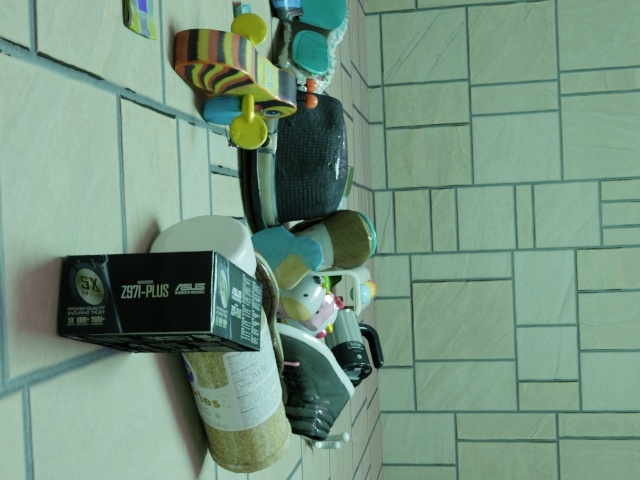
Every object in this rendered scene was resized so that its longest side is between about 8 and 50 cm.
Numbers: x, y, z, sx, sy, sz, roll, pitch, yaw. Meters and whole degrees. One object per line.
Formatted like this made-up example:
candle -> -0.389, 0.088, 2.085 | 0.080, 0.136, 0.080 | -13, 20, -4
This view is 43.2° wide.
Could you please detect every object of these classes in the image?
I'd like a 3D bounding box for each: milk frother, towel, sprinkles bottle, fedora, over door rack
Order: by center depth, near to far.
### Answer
towel -> -0.209, -0.269, 0.940 | 0.083, 0.009, 0.060 | -3, 90, -80
sprinkles bottle -> -0.119, 0.143, 1.040 | 0.121, 0.121, 0.355 | -79, 164, -53
fedora -> -0.029, -0.156, 1.490 | 0.334, 0.153, 0.334 | 2, 90, -83
milk frother -> 0.047, 0.242, 1.701 | 0.129, 0.143, 0.134 | 23, 40, -39
over door rack -> 0.009, 0.318, 1.796 | 0.324, 0.108, 0.239 | 68, 21, -62

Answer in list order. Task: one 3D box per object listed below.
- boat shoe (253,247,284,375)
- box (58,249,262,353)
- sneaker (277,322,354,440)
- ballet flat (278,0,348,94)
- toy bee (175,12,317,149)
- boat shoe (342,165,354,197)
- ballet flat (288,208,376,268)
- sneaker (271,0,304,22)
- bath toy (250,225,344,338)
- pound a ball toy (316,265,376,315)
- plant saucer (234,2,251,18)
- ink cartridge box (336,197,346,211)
boat shoe -> -0.111, 0.100, 1.243 | 0.095, 0.095, 0.257 | -102, -173, -51
box -> -0.150, 0.066, 0.805 | 0.180, 0.147, 0.077 | 50, 39, -73
sneaker -> -0.038, 0.276, 1.517 | 0.295, 0.105, 0.147 | 54, 51, -42
ballet flat -> -0.033, -0.416, 1.751 | 0.409, 0.147, 0.147 | -76, 162, -48
toy bee -> -0.091, -0.234, 1.181 | 0.298, 0.162, 0.195 | -43, 128, -77
boat shoe -> 0.007, -0.151, 1.900 | 0.302, 0.103, 0.113 | 26, 75, -80
ballet flat -> 0.000, 0.000, 1.563 | 0.342, 0.124, 0.116 | -163, -119, -74
sneaker -> -0.063, -0.503, 1.691 | 0.152, 0.058, 0.084 | -68, 149, -58
bath toy -> -0.030, 0.099, 1.484 | 0.348, 0.129, 0.151 | 71, 2, -64
pound a ball toy -> 0.082, 0.175, 2.171 | 0.319, 0.136, 0.208 | -3, 90, -80
plant saucer -> -0.126, -0.314, 1.411 | 0.067, 0.018, 0.192 | -62, 147, -71
ink cartridge box -> 0.030, -0.133, 2.144 | 0.150, 0.063, 0.109 | 62, 27, -68
